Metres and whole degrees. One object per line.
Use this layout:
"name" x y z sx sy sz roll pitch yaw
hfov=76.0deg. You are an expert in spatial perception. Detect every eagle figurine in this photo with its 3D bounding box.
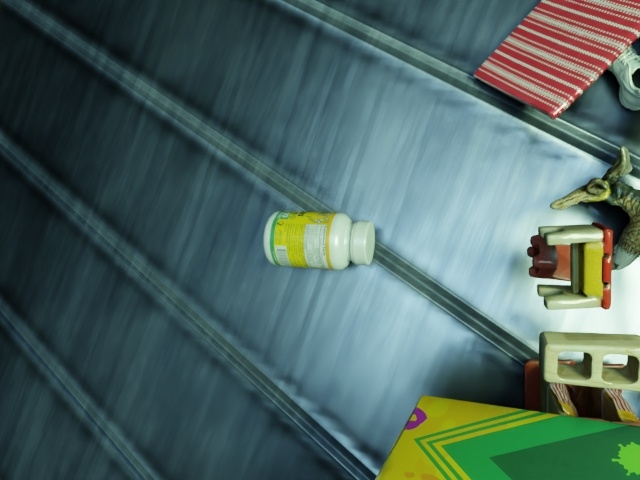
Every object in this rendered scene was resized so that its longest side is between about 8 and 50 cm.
"eagle figurine" 0.536 0.006 0.625 0.226 0.225 0.298 -39 63 1

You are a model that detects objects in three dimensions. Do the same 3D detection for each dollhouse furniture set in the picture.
"dollhouse furniture set" 0.395 0.152 0.599 0.152 0.201 0.375 -1 100 19

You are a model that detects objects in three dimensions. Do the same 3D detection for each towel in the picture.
"towel" 0.443 -0.361 0.733 0.275 0.031 0.199 -46 51 9

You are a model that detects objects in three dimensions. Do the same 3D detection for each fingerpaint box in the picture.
"fingerpaint box" 0.331 0.421 0.480 0.371 0.163 0.445 -13 114 49

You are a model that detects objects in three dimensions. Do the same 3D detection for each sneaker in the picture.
"sneaker" 0.537 -0.307 0.714 0.053 0.061 0.152 -22 77 17

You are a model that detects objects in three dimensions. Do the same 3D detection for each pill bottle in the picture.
"pill bottle" 0.000 0.000 0.837 0.208 0.117 0.118 3 86 19
